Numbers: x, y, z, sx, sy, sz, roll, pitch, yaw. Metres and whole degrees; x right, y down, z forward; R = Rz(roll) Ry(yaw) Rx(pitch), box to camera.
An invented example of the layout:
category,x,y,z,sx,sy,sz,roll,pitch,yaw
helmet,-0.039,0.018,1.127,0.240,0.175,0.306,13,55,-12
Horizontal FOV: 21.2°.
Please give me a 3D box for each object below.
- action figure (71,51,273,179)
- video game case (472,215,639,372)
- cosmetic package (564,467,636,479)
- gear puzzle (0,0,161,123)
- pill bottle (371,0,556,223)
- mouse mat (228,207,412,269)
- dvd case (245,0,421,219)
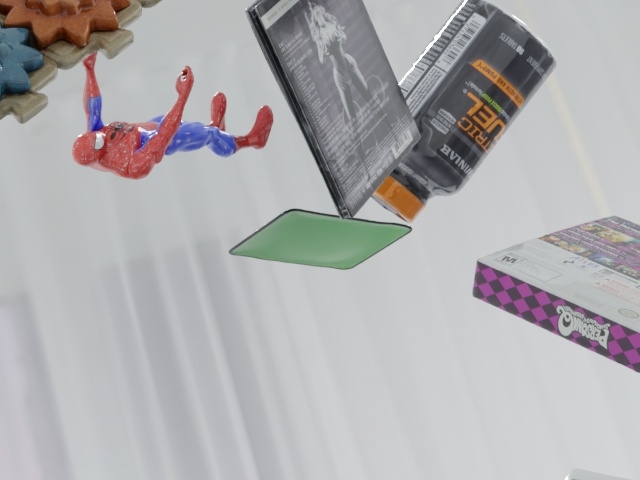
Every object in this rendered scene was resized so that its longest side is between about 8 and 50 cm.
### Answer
category,x,y,z,sx,sy,sz,roll,pitch,yaw
action figure,-0.149,-0.137,1.670,0.091,0.139,0.280,15,20,27
video game case,0.280,0.050,1.433,0.210,0.232,0.042,-17,-58,-46
cosmetic package,0.276,0.440,1.822,0.197,0.155,0.365,2,47,53
gear puzzle,-0.167,-0.200,1.134,0.339,0.175,0.044,-43,-29,-34
pill bottle,0.139,-0.139,1.885,0.246,0.130,0.130,-53,-23,-1
mouse mat,0.000,0.000,2.109,0.189,0.007,0.152,7,-25,-34
dvd case,0.016,-0.154,1.616,0.018,0.221,0.164,-9,26,35
